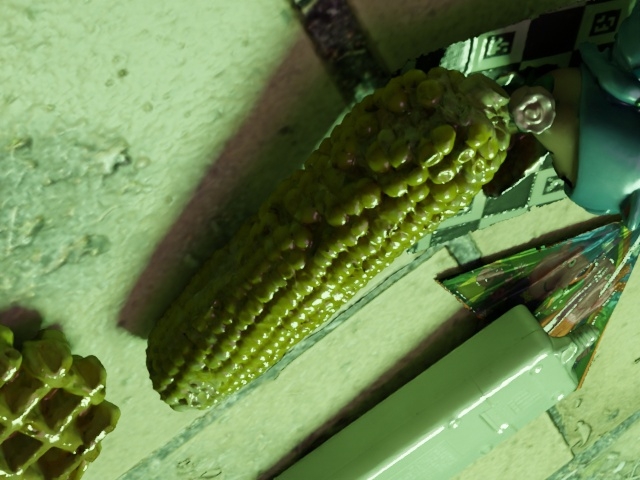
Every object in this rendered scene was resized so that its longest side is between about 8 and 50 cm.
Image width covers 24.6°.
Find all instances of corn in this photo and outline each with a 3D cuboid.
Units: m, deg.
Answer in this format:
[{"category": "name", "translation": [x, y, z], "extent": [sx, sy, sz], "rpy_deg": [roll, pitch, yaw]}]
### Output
[{"category": "corn", "translation": [0.000, 0.000, 0.965], "extent": [0.320, 0.097, 0.097], "rpy_deg": [-43, 145, 24]}]

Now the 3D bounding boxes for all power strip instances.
[{"category": "power strip", "translation": [0.093, 0.164, 1.257], "extent": [0.338, 0.058, 0.098], "rpy_deg": [-36, 142, 6]}]

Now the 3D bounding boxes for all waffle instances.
[{"category": "waffle", "translation": [-0.253, 0.157, 0.974], "extent": [0.253, 0.056, 0.249], "rpy_deg": [-7, 135, -37]}]

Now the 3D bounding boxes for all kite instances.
[{"category": "kite", "translation": [0.214, 0.049, 1.292], "extent": [0.234, 0.016, 0.321], "rpy_deg": [-44, 145, 6]}]

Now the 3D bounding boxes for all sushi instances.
[{"category": "sushi", "translation": [0.131, -0.094, 1.039], "extent": [0.193, 0.040, 0.210], "rpy_deg": [-20, 144, -10]}]

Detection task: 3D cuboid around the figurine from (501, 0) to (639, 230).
[{"category": "figurine", "translation": [0.187, -0.103, 0.955], "extent": [0.145, 0.114, 0.178], "rpy_deg": [11, 121, -12]}]
